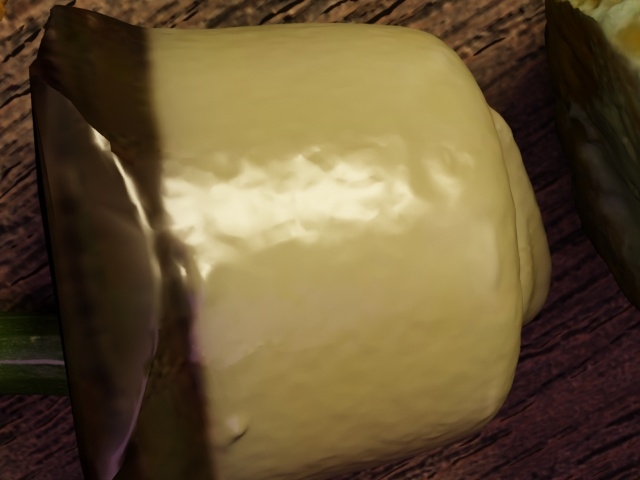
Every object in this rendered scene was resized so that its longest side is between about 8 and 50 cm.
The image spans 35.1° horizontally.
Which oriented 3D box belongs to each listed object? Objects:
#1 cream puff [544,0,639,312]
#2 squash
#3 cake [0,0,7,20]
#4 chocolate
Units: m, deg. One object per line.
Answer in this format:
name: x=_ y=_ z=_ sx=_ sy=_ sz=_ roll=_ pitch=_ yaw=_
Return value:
cream puff: x=0.311 y=-0.074 z=0.644 sx=0.275 sy=0.378 sz=0.378 roll=-20 pitch=119 yaw=5
squash: x=-0.249 y=0.092 z=0.818 sx=0.219 sy=0.068 sz=0.077 roll=3 pitch=136 yaw=-8
cake: x=-0.352 y=-0.205 z=0.501 sx=0.314 sy=0.293 sz=0.307 roll=-14 pitch=135 yaw=-4
chocolate: x=0.000 y=0.000 z=0.650 sx=0.297 sy=0.326 sz=0.314 roll=-10 pitch=87 yaw=4
